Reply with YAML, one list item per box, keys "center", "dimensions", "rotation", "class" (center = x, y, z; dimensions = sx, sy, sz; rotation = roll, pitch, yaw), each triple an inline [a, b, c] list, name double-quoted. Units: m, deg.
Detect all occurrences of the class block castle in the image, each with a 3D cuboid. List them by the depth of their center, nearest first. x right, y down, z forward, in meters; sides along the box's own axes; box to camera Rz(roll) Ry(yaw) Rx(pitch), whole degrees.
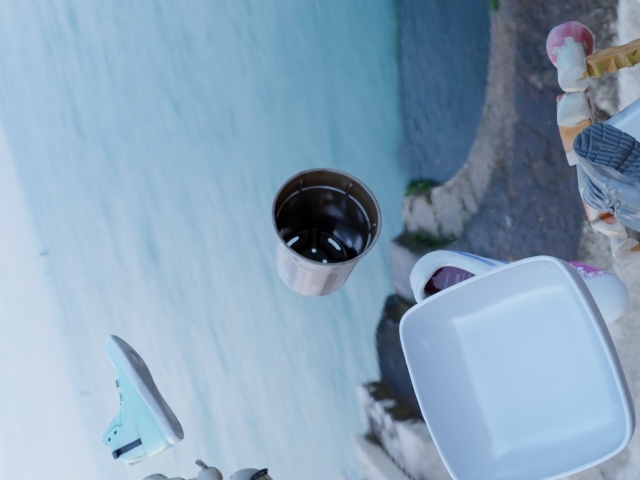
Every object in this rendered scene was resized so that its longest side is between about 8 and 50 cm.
- center: [0.603, -0.207, 1.803]
  dimensions: [0.213, 0.303, 0.453]
  rotation: [-75, -35, -54]
  class: "block castle"

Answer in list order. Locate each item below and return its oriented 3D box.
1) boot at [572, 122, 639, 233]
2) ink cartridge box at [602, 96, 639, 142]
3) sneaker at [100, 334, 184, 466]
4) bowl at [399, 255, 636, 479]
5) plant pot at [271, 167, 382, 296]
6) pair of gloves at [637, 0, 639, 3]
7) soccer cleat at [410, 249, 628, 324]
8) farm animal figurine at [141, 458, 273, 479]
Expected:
- center: [0.451, -0.055, 1.336]
  dimensions: [0.246, 0.083, 0.161]
  rotation: [39, 171, 38]
  class: "boot"
- center: [0.537, -0.191, 1.569]
  dimensions: [0.087, 0.208, 0.153]
  rotation: [51, -153, -1]
  class: "ink cartridge box"
- center: [-0.395, 0.321, 1.961]
  dimensions: [0.256, 0.151, 0.094]
  rotation: [58, -175, 11]
  class: "sneaker"
- center: [0.137, 0.090, 0.675]
  dimensions: [0.142, 0.053, 0.142]
  rotation: [-26, 78, 32]
  class: "bowl"
- center: [0.000, 0.000, 1.542]
  dimensions: [0.165, 0.167, 0.167]
  rotation: [105, 146, -62]
  class: "plant pot"
- center: [0.350, -0.223, 0.970]
  dimensions: [0.240, 0.042, 0.204]
  rotation: [28, -161, -52]
  class: "pair of gloves"
- center: [0.297, 0.088, 1.507]
  dimensions: [0.143, 0.331, 0.116]
  rotation: [-46, -39, -72]
  class: "soccer cleat"
- center: [-0.156, 0.476, 1.665]
  dimensions: [0.330, 0.172, 0.327]
  rotation: [43, 134, 10]
  class: "farm animal figurine"
